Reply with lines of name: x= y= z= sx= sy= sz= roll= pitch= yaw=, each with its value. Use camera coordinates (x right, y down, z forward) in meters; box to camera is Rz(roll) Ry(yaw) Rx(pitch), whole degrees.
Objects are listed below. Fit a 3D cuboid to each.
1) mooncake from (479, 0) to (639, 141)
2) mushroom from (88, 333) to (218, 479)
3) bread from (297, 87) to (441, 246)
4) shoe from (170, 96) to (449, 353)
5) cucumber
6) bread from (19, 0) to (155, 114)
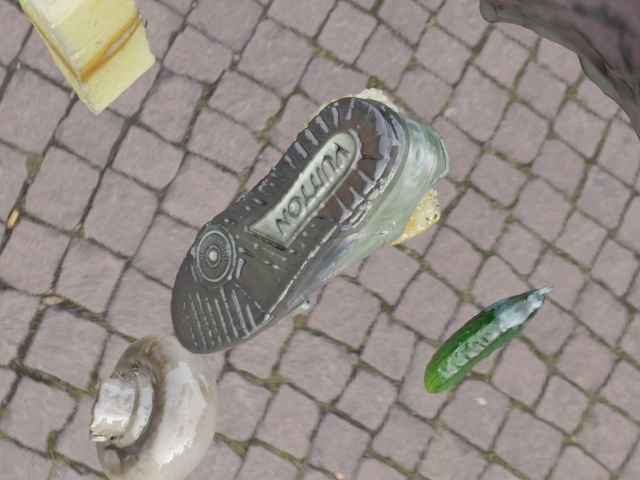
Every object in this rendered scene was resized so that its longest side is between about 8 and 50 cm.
mooncake: x=0.368 y=-0.299 z=1.027 sx=0.381 sy=0.212 sz=0.350 roll=32 pitch=95 yaw=17
mushroom: x=-0.247 y=0.242 z=1.397 sx=0.178 sy=0.226 sz=0.226 roll=29 pitch=76 yaw=-32
bread: x=0.069 y=-0.109 z=1.443 sx=0.174 sy=0.121 sz=0.245 roll=-18 pitch=63 yaw=-16
shoe: x=-0.001 y=-0.002 z=0.845 sx=0.149 sy=0.293 sz=0.109 roll=-1 pitch=52 yaw=-50
cucumber: x=0.141 y=0.084 z=0.859 sx=0.037 sy=0.037 sz=0.155 roll=40 pitch=117 yaw=-11
bread: x=-0.332 y=-0.289 z=1.355 sx=0.178 sy=0.266 sz=0.141 roll=-7 pitch=71 yaw=2
